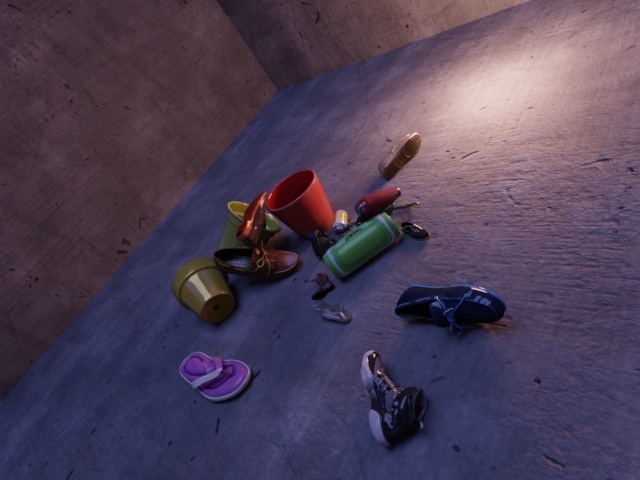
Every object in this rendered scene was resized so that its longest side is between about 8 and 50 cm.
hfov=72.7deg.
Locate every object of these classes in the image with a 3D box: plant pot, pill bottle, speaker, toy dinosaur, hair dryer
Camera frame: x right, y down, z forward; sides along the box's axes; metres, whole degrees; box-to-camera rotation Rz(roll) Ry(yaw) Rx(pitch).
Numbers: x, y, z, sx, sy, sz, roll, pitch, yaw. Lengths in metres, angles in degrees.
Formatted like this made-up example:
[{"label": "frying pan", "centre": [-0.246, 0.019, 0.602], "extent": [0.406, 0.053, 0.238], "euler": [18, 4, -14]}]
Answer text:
[{"label": "plant pot", "centre": [-0.369, -0.010, 2.091], "extent": [0.254, 0.276, 0.276], "euler": [-60, 29, 16]}, {"label": "pill bottle", "centre": [0.086, -0.075, 1.925], "extent": [0.065, 0.065, 0.116], "euler": [-21, 36, 25]}, {"label": "plant pot", "centre": [-0.077, -0.153, 2.018], "extent": [0.275, 0.243, 0.275], "euler": [-25, 35, 20]}, {"label": "speaker", "centre": [0.157, 0.019, 1.681], "extent": [0.296, 0.131, 0.131], "euler": [-36, 32, 4]}, {"label": "toy dinosaur", "centre": [0.293, -0.159, 1.835], "extent": [0.268, 0.064, 0.118], "euler": [-13, 47, 32]}, {"label": "plant pot", "centre": [-0.515, 0.242, 1.981], "extent": [0.254, 0.254, 0.239], "euler": [-43, 47, -8]}, {"label": "hair dryer", "centre": [0.190, -0.125, 1.737], "extent": [0.293, 0.080, 0.223], "euler": [-33, -6, 26]}]

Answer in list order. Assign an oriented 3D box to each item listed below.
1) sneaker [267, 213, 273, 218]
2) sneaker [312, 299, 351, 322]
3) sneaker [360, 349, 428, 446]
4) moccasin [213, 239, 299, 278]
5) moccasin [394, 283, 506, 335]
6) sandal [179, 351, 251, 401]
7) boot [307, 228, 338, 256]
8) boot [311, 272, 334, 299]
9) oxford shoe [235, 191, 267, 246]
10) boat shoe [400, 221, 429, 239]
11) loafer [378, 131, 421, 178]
[{"label": "sneaker", "centre": [-0.275, -0.045, 2.247], "extent": [0.094, 0.080, 0.212], "euler": [-2, 57, 37]}, {"label": "sneaker", "centre": [0.045, 0.262, 1.565], "extent": [0.152, 0.061, 0.054], "euler": [18, 52, 31]}, {"label": "sneaker", "centre": [0.203, 0.408, 1.184], "extent": [0.153, 0.101, 0.269], "euler": [-26, 40, 18]}, {"label": "moccasin", "centre": [-0.283, 0.081, 1.922], "extent": [0.379, 0.147, 0.139], "euler": [7, 64, 9]}, {"label": "moccasin", "centre": [0.362, 0.208, 1.256], "extent": [0.117, 0.138, 0.342], "euler": [-42, 16, -31]}, {"label": "sandal", "centre": [-0.437, 0.511, 1.679], "extent": [0.416, 0.102, 0.169], "euler": [-4, 46, 42]}, {"label": "boot", "centre": [0.000, 0.000, 1.795], "extent": [0.082, 0.106, 0.219], "euler": [-31, -1, -21]}, {"label": "boot", "centre": [-0.007, 0.179, 1.728], "extent": [0.106, 0.037, 0.114], "euler": [-29, 34, -9]}, {"label": "oxford shoe", "centre": [-0.281, -0.093, 1.909], "extent": [0.097, 0.098, 0.271], "euler": [-19, 43, 48]}, {"label": "boat shoe", "centre": [0.353, -0.037, 1.637], "extent": [0.049, 0.042, 0.133], "euler": [-45, 34, -14]}, {"label": "loafer", "centre": [0.362, -0.407, 2.031], "extent": [0.268, 0.102, 0.092], "euler": [-46, 39, -10]}]
